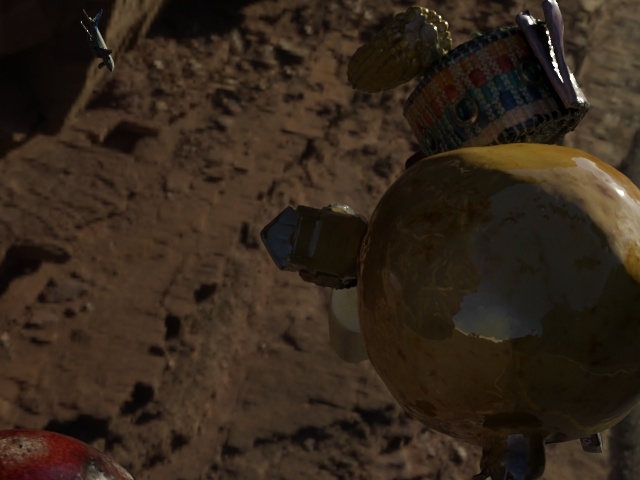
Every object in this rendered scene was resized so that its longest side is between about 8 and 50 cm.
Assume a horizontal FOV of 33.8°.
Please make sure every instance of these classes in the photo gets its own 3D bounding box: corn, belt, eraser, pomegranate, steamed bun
[{"bbox_3d":[0.100,-0.249,1.402,0.086,0.087,0.288,4,-2,-15],"label":"corn"},{"bbox_3d":[0.216,-0.180,1.341,0.206,0.161,0.295,-25,-9,0],"label":"belt"},{"bbox_3d":[0.332,0.229,1.313,0.027,0.099,0.019,-2,42,29],"label":"eraser"},{"bbox_3d":[0.190,0.078,1.038,0.342,0.343,0.342,9,30,-6],"label":"pomegranate"},{"bbox_3d":[0.128,0.114,1.952,0.250,0.200,0.155,-17,64,-5],"label":"steamed bun"}]

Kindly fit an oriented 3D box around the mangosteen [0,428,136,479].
[{"bbox_3d":[-0.223,0.232,0.731,0.235,0.236,0.261,-2,19,-23],"label":"mangosteen"}]

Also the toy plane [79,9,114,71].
[{"bbox_3d":[-0.257,-0.228,1.223,0.024,0.084,0.078,-28,50,-24],"label":"toy plane"}]

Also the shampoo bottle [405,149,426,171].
[{"bbox_3d":[0.242,-0.144,1.577,0.064,0.260,0.102,2,62,-45],"label":"shampoo bottle"}]

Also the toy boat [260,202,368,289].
[{"bbox_3d":[0.000,0.000,1.511,0.162,0.136,0.445,13,-1,3],"label":"toy boat"}]
